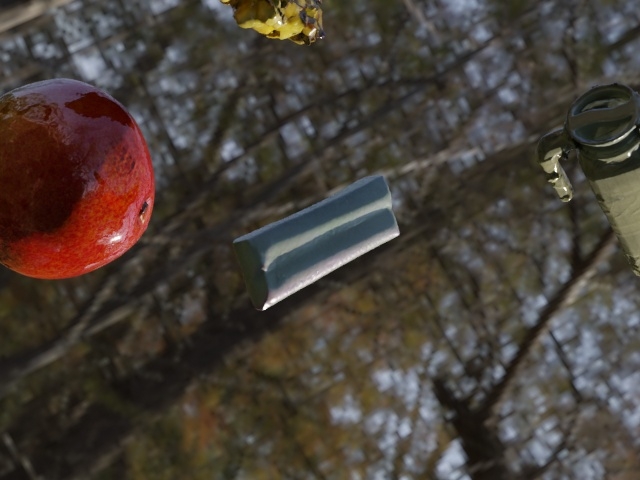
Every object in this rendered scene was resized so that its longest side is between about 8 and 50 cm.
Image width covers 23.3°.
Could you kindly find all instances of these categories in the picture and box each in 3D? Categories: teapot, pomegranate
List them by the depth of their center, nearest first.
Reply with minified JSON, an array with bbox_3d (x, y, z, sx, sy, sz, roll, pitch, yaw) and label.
[{"bbox_3d":[0.265,-0.050,1.384,0.200,0.107,0.077,54,27,-45],"label":"teapot"},{"bbox_3d":[-0.307,-0.073,1.710,0.257,0.221,0.221,30,-32,17],"label":"pomegranate"}]

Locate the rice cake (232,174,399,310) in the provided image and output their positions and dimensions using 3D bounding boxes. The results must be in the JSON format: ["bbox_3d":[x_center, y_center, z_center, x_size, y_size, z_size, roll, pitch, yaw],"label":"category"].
[{"bbox_3d":[0.001,-0.001,1.690,0.042,0.222,0.080,-10,-77,49],"label":"rice cake"}]

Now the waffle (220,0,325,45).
[{"bbox_3d":[-0.107,-0.403,1.849,0.379,0.095,0.382,65,15,4],"label":"waffle"}]
